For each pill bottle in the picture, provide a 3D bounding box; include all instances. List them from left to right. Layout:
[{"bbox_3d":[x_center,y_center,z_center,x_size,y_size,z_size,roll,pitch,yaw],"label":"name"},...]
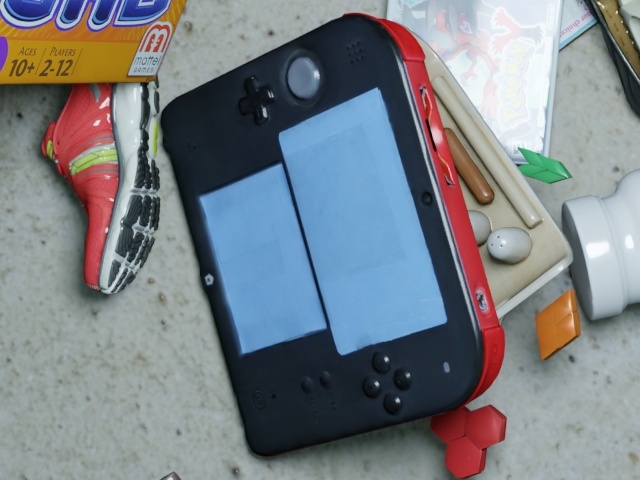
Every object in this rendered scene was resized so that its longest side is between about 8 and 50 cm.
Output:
[{"bbox_3d":[0.385,-0.010,1.676,0.264,0.153,0.153,-14,85,0],"label":"pill bottle"}]

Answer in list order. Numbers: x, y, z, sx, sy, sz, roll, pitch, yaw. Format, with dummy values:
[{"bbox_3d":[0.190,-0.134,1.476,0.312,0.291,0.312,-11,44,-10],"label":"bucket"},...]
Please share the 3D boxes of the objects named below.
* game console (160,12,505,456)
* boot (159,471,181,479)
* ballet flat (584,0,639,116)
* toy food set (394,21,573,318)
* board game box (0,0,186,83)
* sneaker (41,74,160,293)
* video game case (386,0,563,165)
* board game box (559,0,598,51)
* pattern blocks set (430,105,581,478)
[{"bbox_3d":[0.000,0.000,1.636,0.342,0.060,0.387,-19,83,38],"label":"game console"},{"bbox_3d":[-0.095,0.322,1.686,0.248,0.090,0.207,-32,87,2],"label":"boot"},{"bbox_3d":[0.321,-0.249,1.700,0.095,0.096,0.280,-29,98,-5],"label":"ballet flat"},{"bbox_3d":[0.080,-0.032,1.648,0.219,0.092,0.306,-40,69,22],"label":"toy food set"},{"bbox_3d":[-0.315,-0.377,1.533,0.356,0.356,0.356,30,107,19],"label":"board game box"},{"bbox_3d":[-0.232,-0.078,1.731,0.118,0.107,0.279,-1,76,10],"label":"sneaker"},{"bbox_3d":[0.156,-0.184,1.742,0.183,0.023,0.201,5,91,8],"label":"video game case"},{"bbox_3d":[0.264,-0.272,1.765,0.154,0.026,0.103,-36,85,-2],"label":"board game box"},{"bbox_3d":[0.133,0.043,1.684,0.285,0.026,0.325,35,105,26],"label":"pattern blocks set"}]
